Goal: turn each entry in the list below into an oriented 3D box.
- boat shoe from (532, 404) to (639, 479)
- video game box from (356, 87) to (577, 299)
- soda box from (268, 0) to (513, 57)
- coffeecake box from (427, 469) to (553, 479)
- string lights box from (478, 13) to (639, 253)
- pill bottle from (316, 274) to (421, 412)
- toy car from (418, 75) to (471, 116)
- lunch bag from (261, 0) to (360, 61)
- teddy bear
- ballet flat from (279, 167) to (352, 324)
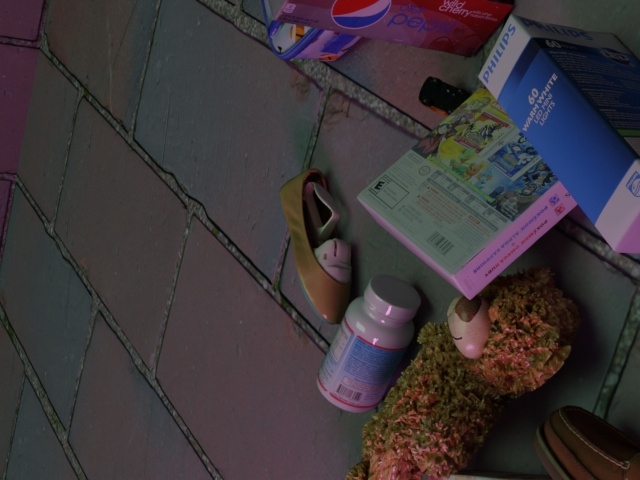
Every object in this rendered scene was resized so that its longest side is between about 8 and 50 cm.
[{"bbox_3d":[0.309,0.219,1.023,0.307,0.110,0.104,41,118,43],"label":"boat shoe"},{"bbox_3d":[0.160,-0.055,1.255,0.187,0.048,0.205,-43,37,-2],"label":"video game box"},{"bbox_3d":[0.073,-0.275,1.315,0.092,0.263,0.083,-51,45,44],"label":"soda box"},{"bbox_3d":[0.190,0.311,1.239,0.185,0.068,0.142,-12,77,59],"label":"coffeecake box"},{"bbox_3d":[0.265,-0.098,1.095,0.077,0.133,0.260,-65,36,33],"label":"string lights box"},{"bbox_3d":[0.060,0.123,1.464,0.087,0.087,0.160,59,134,45],"label":"pill bottle"},{"bbox_3d":[0.138,-0.125,1.398,0.040,0.060,0.122,82,-166,-81],"label":"toy car"},{"bbox_3d":[0.023,-0.376,1.568,0.303,0.115,0.243,-37,58,54],"label":"lunch bag"},{"bbox_3d":[0.123,0.157,1.268,0.245,0.113,0.338,-52,2,-39],"label":"teddy bear"},{"bbox_3d":[0.000,0.000,1.599,0.073,0.080,0.232,-42,51,31],"label":"ballet flat"}]
